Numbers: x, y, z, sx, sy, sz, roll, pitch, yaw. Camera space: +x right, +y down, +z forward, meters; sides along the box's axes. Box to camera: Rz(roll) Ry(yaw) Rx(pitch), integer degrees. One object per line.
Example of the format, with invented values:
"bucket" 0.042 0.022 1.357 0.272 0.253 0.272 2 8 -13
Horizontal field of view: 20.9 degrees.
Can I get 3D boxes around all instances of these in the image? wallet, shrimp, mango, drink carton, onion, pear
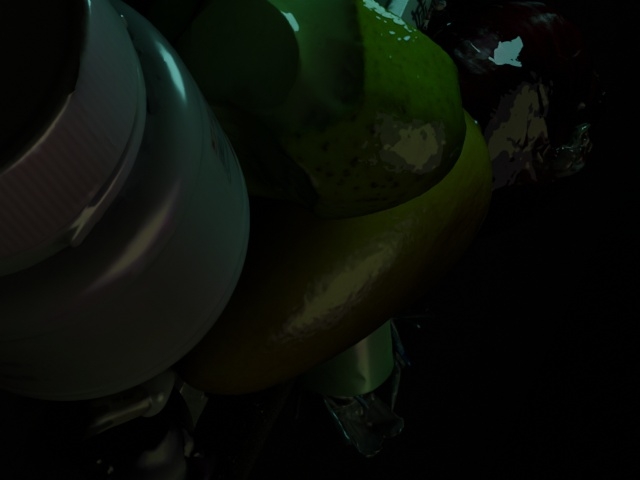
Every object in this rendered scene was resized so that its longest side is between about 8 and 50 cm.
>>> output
"wallet" -0.117 0.198 1.981 0.221 0.071 0.262 -61 155 2
"shrimp" 0.048 0.166 2.234 0.221 0.166 0.410 -39 168 -16
"mango" 0.000 0.000 1.744 0.445 0.220 0.301 -39 180 -37
"drink carton" 0.020 0.093 1.990 0.146 0.144 0.142 -44 136 -52
"onion" 0.219 -0.132 2.097 0.314 0.232 0.314 -30 143 -25
"pear" -0.010 -0.107 1.501 0.176 0.282 0.286 -66 161 -10

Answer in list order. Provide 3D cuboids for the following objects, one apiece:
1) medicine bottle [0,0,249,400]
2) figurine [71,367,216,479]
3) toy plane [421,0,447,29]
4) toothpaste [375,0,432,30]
"medicine bottle" -0.199 -0.054 1.135 0.256 0.256 0.325 -56 157 -13
"figurine" -0.176 0.181 1.707 0.145 0.145 0.222 -49 156 -29
"toy plane" 0.120 -0.295 1.884 0.188 0.062 0.135 -58 160 -6
"toothpaste" 0.095 -0.272 1.764 0.099 0.061 0.392 77 30 -49
